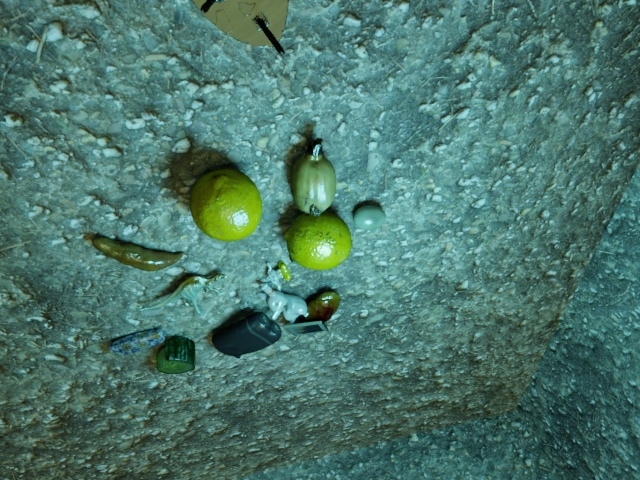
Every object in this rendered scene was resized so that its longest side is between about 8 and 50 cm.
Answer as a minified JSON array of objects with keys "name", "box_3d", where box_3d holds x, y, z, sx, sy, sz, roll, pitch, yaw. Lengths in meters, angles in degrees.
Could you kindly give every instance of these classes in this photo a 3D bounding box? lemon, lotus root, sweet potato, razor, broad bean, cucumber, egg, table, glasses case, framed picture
[{"name":"lemon","box_3d":[0.000,0.000,1.846,0.310,0.258,0.258,9,122,-24]},{"name":"lotus root","box_3d":[-0.028,-0.251,1.705,0.183,0.182,0.309,-8,124,-12]},{"name":"sweet potato","box_3d":[-0.739,0.066,1.760,0.355,0.095,0.106,14,80,-30]},{"name":"razor","box_3d":[-0.363,0.472,2.119,0.349,0.113,0.204,-29,127,26]},{"name":"broad bean","box_3d":[0.005,0.331,2.178,0.156,0.122,0.228,21,119,-31]},{"name":"cucumber","box_3d":[-0.702,0.570,2.125,0.191,0.130,0.191,-7,139,-6]},{"name":"egg","box_3d":[0.219,-0.101,1.928,0.152,0.114,0.114,-5,127,-18]},{"name":"table","box_3d":[-0.192,-0.688,1.272,0.317,0.249,0.317,-8,127,-11]},{"name":"lemon","box_3d":[-0.353,-0.132,1.631,0.293,0.293,0.293,-9,128,-11]},{"name":"glasses case","box_3d":[-0.866,0.482,2.050,0.248,0.065,0.087,-14,135,-10]},{"name":"framed picture","box_3d":[-0.066,0.449,2.205,0.192,0.018,0.265,-9,158,6]}]

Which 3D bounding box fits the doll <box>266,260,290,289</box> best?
[{"name":"doll","box_3d":[-0.203,0.149,2.012,0.135,0.071,0.113,43,86,-13]}]

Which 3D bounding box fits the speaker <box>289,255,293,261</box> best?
[{"name":"speaker","box_3d":[-0.093,0.080,1.993,0.094,0.075,0.060,-21,126,31]}]

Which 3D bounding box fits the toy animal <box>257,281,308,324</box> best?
[{"name":"toy animal","box_3d":[-0.196,0.307,2.081,0.282,0.138,0.140,24,139,-35]}]

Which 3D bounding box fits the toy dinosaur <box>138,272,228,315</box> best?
[{"name":"toy dinosaur","box_3d":[-0.605,0.249,1.944,0.393,0.092,0.205,-7,127,-11]}]
